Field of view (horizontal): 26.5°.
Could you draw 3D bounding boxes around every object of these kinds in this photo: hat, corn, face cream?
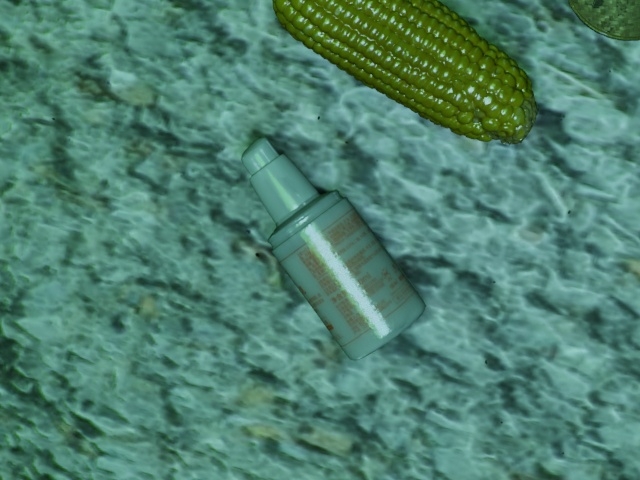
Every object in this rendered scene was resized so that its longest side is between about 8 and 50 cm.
[{"bbox_3d":[0.317,-0.273,1.367,0.146,0.067,0.146,1,98,8],"label":"hat"},{"bbox_3d":[0.083,-0.204,1.390,0.322,0.119,0.119,31,101,-1],"label":"corn"},{"bbox_3d":[0.000,0.000,1.434,0.101,0.101,0.251,-36,91,11],"label":"face cream"}]
